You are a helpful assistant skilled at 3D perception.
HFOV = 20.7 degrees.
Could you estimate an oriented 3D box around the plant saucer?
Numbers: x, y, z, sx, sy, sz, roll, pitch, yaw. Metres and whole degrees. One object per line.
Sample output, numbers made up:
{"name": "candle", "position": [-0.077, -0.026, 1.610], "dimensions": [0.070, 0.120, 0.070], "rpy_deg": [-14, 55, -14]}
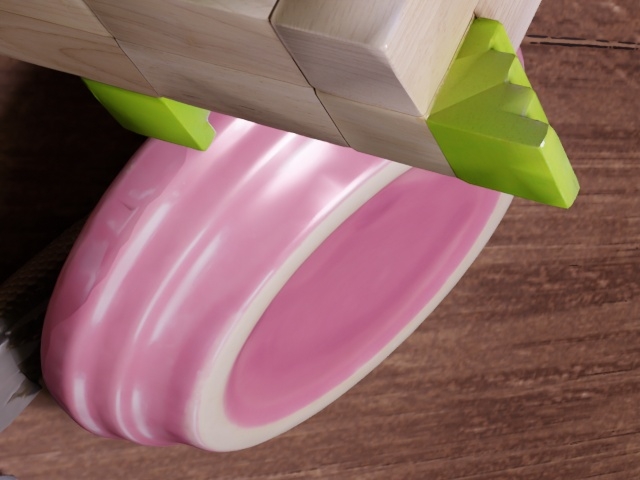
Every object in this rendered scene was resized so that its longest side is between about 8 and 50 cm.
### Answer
{"name": "plant saucer", "position": [0.000, 0.000, 0.961], "dimensions": [0.332, 0.084, 0.332], "rpy_deg": [-38, 158, -18]}

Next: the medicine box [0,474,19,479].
{"name": "medicine box", "position": [-0.269, 0.291, 0.927], "dimensions": [0.263, 0.149, 0.289], "rpy_deg": [1, 113, -42]}

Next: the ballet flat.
{"name": "ballet flat", "position": [-0.132, 0.018, 0.973], "dimensions": [0.250, 0.058, 0.084], "rpy_deg": [-43, 140, -22]}

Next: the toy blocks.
{"name": "toy blocks", "position": [-0.028, -0.192, 0.740], "dimensions": [0.261, 0.381, 0.191], "rpy_deg": [-63, 150, -17]}
